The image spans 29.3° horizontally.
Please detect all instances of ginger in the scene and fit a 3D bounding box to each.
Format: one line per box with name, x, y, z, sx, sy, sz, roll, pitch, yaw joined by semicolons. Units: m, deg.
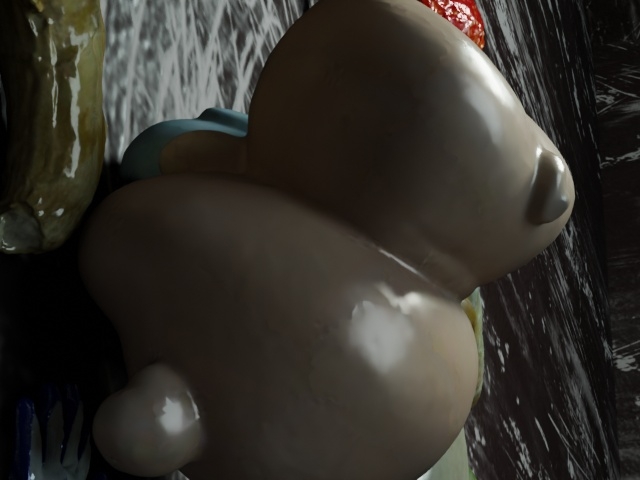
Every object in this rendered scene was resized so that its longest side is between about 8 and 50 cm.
ginger;-0.133;-0.161;0.517;0.148;0.081;0.334;-108;-172;-76

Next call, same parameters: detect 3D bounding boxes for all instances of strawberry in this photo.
strawberry;0.132;-0.255;1.334;0.146;0.082;0.187;42;39;-72

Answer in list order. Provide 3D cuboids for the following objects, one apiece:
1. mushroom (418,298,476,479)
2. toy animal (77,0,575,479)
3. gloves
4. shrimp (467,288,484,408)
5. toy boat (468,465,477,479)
mushroom;0.020;0.176;0.726;0.154;0.137;0.407;45;35;-35
toy animal;0.015;0.006;0.586;0.210;0.221;0.230;36;33;-51
gloves;-0.114;0.104;0.534;0.064;0.026;0.086;41;39;-65
shrimp;0.108;0.027;1.135;0.168;0.077;0.317;-91;170;-52
toy boat;0.103;0.227;1.062;0.293;0.055;0.093;58;28;-51
